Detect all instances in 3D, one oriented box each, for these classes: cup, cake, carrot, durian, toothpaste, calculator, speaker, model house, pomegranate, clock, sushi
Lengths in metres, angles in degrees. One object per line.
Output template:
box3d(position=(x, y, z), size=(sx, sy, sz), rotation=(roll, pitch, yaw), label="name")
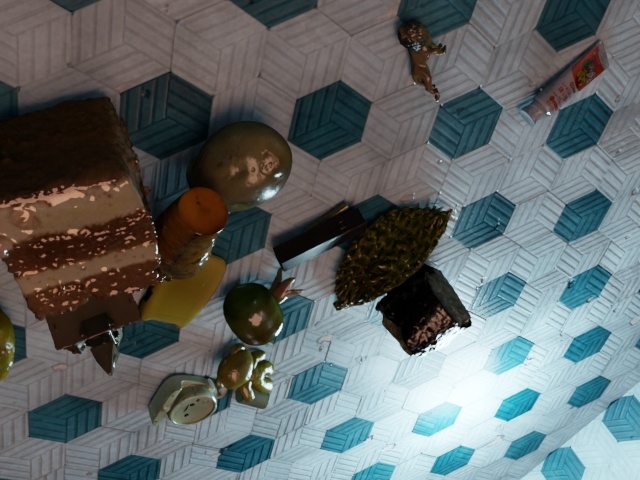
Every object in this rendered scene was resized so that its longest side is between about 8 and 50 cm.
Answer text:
box3d(position=(-0.192, 0.425, 2.147), size=(0.083, 0.075, 0.055), rotation=(22, 81, -38), label="cup")
box3d(position=(-0.431, -0.062, 1.384), size=(0.282, 0.256, 0.290), rotation=(-16, 141, -15), label="cake")
box3d(position=(-0.266, -0.014, 1.550), size=(0.138, 0.139, 0.302), rotation=(-5, 161, -25), label="carrot")
box3d(position=(0.157, 0.043, 1.953), size=(0.394, 0.163, 0.198), rotation=(-49, 174, 26), label="durian")
box3d(position=(0.565, -0.356, 1.808), size=(0.234, 0.057, 0.089), rotation=(-41, 136, 0), label="toothpaste")
box3d(position=(-0.311, 0.111, 1.782), size=(0.157, 0.033, 0.236), rotation=(18, 119, -38), label="calculator")
box3d(position=(0.000, 0.000, 1.818), size=(0.218, 0.044, 0.082), rotation=(-25, 164, -6), label="speaker")
box3d(position=(-0.454, 0.195, 1.624), size=(0.180, 0.248, 0.176), rotation=(-18, 137, -11), label="model house")
box3d(position=(-0.138, 0.152, 1.860), size=(0.191, 0.131, 0.152), rotation=(-46, 135, -15), label="pomegranate")
box3d(position=(-0.338, 0.420, 2.043), size=(0.191, 0.062, 0.151), rotation=(12, 124, -37), label="clock")
box3d(position=(0.262, 0.180, 1.991), size=(0.171, 0.211, 0.350), rotation=(-36, 173, 15), label="sushi")

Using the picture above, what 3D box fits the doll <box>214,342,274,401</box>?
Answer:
box3d(position=(-0.195, 0.340, 2.032), size=(0.209, 0.097, 0.137), rotation=(38, 68, -53), label="doll")

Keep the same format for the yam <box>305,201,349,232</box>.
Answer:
box3d(position=(0.015, -0.052, 1.813), size=(0.116, 0.021, 0.021), rotation=(-34, 138, 7), label="yam")

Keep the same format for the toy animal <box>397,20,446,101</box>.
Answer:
box3d(position=(0.219, -0.366, 1.593), size=(0.086, 0.069, 0.220), rotation=(-14, 135, 15), label="toy animal")

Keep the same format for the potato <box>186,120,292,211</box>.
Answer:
box3d(position=(-0.160, -0.140, 1.540), size=(0.235, 0.160, 0.178), rotation=(-28, 118, 25), label="potato")

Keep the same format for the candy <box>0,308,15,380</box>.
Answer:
box3d(position=(-0.752, 0.215, 1.584), size=(0.259, 0.118, 0.260), rotation=(-12, 131, -14), label="candy")
